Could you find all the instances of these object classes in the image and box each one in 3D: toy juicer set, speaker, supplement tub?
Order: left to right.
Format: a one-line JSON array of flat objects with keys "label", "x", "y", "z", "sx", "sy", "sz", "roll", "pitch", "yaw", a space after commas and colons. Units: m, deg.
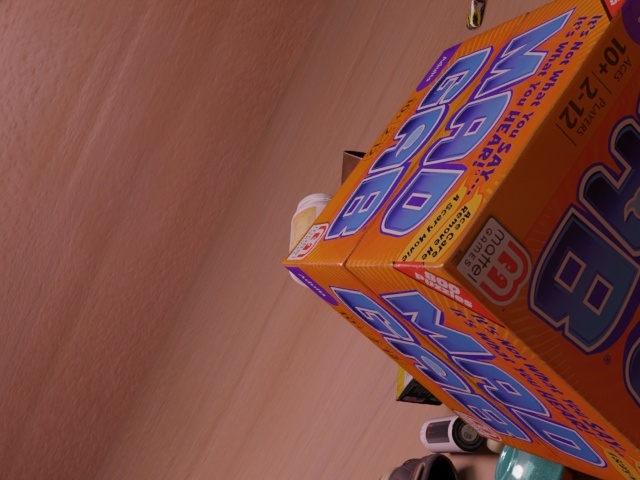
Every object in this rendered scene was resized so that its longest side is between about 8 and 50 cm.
[{"label": "supplement tub", "x": 0.000, "y": 0.000, "z": 1.914, "sx": 0.144, "sy": 0.144, "sz": 0.200, "roll": -49, "pitch": 26, "yaw": 39}, {"label": "speaker", "x": 0.196, "y": 0.288, "z": 1.210, "sx": 0.136, "sy": 0.055, "sz": 0.055, "roll": 131, "pitch": 157, "yaw": -71}, {"label": "toy juicer set", "x": 0.263, "y": 0.314, "z": 1.043, "sx": 0.209, "sy": 0.089, "sz": 0.329, "roll": 109, "pitch": -175, "yaw": -46}]

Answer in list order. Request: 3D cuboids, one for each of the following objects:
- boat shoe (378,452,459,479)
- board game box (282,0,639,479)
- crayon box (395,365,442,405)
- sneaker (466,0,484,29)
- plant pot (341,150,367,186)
[{"label": "boat shoe", "x": 0.145, "y": 0.440, "z": 1.103, "sx": 0.130, "sy": 0.132, "sz": 0.355, "roll": -53, "pitch": 26, "yaw": 33}, {"label": "board game box", "x": 0.249, "y": 0.000, "z": 0.877, "sx": 0.356, "sy": 0.356, "sz": 0.356, "roll": -53, "pitch": 17, "yaw": -16}, {"label": "crayon box", "x": 0.179, "y": 0.079, "z": 1.266, "sx": 0.202, "sy": 0.081, "sz": 0.318, "roll": 100, "pitch": 176, "yaw": -68}, {"label": "sneaker", "x": 0.336, "y": -0.501, "z": 1.788, "sx": 0.035, "sy": 0.031, "sz": 0.083, "roll": -29, "pitch": 42, "yaw": 59}, {"label": "plant pot", "x": 0.127, "y": -0.043, "z": 1.608, "sx": 0.215, "sy": 0.215, "sz": 0.230, "roll": -138, "pitch": 58, "yaw": -69}]
